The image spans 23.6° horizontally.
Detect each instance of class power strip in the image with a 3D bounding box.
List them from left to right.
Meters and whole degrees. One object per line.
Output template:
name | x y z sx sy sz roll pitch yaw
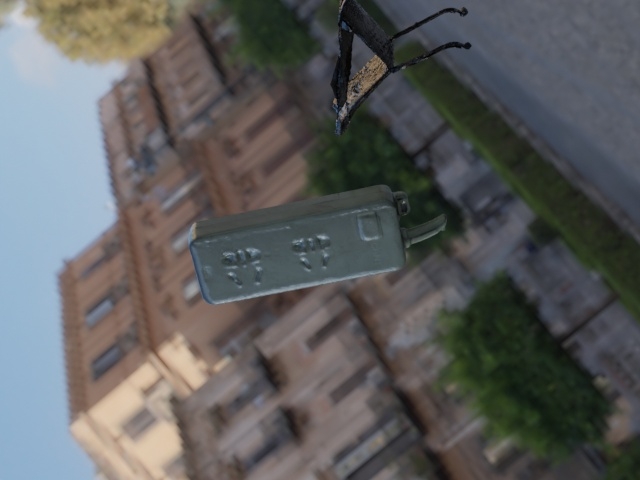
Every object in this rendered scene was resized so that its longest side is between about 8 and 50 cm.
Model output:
power strip | 0.000 0.000 1.716 0.053 0.288 0.093 -94 -9 -64

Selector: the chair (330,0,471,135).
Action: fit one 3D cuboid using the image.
chair | 0.057 -0.236 1.795 0.149 0.213 0.174 41 -157 -20
